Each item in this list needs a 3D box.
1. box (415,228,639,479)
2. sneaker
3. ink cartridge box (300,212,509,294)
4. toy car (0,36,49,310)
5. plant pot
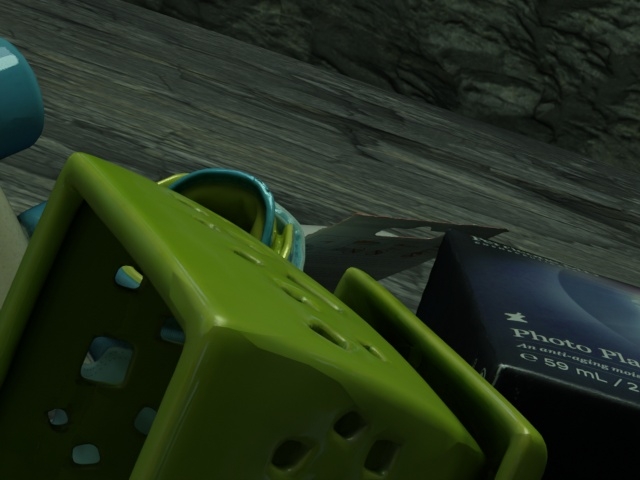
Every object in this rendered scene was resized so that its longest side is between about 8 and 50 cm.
[{"bbox_3d":[0.203,0.144,0.947,0.296,0.182,0.294,17,13,-6],"label":"box"},{"bbox_3d":[-0.045,0.044,0.921,0.127,0.208,0.319,23,20,15],"label":"sneaker"},{"bbox_3d":[0.000,0.000,1.116,0.225,0.056,0.181,-26,-20,40],"label":"ink cartridge box"},{"bbox_3d":[-0.285,0.013,0.901,0.219,0.210,0.238,-30,6,-34],"label":"toy car"},{"bbox_3d":[-0.042,0.116,0.691,0.207,0.227,0.228,18,13,-30],"label":"plant pot"}]
